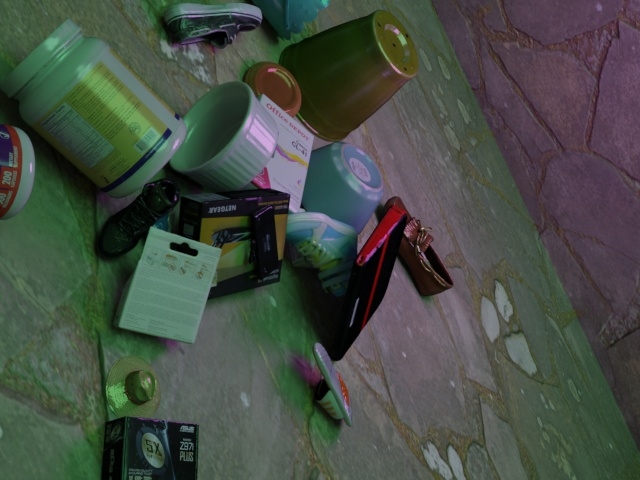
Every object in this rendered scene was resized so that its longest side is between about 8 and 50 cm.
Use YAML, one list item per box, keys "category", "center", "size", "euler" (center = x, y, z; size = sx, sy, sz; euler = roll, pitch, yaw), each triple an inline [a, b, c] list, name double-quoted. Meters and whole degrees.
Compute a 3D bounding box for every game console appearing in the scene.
- category: "game console"
  center: [0.133, 0.115, 1.932]
  size: [0.060, 0.386, 0.342]
  euler: [24, 40, 17]

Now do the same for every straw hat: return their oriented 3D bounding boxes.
- category: "straw hat"
  center: [-0.375, 0.306, 1.420]
  size: [0.145, 0.061, 0.144]
  euler: [27, 52, -40]

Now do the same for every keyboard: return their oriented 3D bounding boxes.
- category: "keyboard"
  center: [-0.146, 0.010, 1.664]
  size: [0.108, 0.023, 0.180]
  euler: [-38, 133, -48]

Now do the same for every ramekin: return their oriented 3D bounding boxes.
- category: "ramekin"
  center: [-0.238, -0.252, 1.709]
  size: [0.135, 0.277, 0.277]
  euler: [40, 44, -41]

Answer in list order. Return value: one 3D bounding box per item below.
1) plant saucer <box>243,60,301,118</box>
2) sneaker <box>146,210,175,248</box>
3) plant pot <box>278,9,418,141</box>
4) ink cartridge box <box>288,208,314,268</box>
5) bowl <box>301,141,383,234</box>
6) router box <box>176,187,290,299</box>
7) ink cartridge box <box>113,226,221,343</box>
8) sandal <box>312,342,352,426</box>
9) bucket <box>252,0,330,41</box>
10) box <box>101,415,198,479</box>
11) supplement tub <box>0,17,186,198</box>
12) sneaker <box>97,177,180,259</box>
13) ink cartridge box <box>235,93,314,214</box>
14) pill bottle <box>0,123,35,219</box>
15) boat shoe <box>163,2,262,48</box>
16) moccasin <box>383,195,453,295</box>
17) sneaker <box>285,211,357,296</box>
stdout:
- category: "plant saucer"
  center: [-0.140, -0.462, 2.079]
  size: [0.200, 0.037, 0.199]
  euler: [11, 70, -32]
- category: "sneaker"
  center: [-0.391, -0.009, 1.570]
  size: [0.085, 0.058, 0.152]
  euler: [16, 71, -31]
- category: "plant pot"
  center: [0.116, -0.561, 2.218]
  size: [0.367, 0.353, 0.366]
  euler: [26, 53, -41]
- category: "ink cartridge box"
  center: [0.000, 0.000, 2.032]
  size: [0.235, 0.056, 0.171]
  euler: [9, 65, -49]
- category: "bowl"
  center: [0.075, -0.180, 2.073]
  size: [0.312, 0.163, 0.311]
  euler: [33, 35, -27]
- category: "router box"
  center: [-0.212, 0.004, 1.661]
  size: [0.309, 0.081, 0.242]
  euler: [-12, 114, -52]
- category: "ink cartridge box"
  center: [-0.335, 0.101, 1.493]
  size: [0.181, 0.056, 0.224]
  euler: [20, 79, -32]
- category: "sandal"
  center: [0.014, 0.391, 1.827]
  size: [0.102, 0.076, 0.265]
  euler: [-82, 149, -66]
- category: "bucket"
  center: [-0.086, -0.806, 2.186]
  size: [0.183, 0.281, 0.281]
  euler: [42, 44, -24]
- category: "box"
  center: [-0.342, 0.443, 1.374]
  size: [0.180, 0.078, 0.147]
  euler: [23, 55, -42]
- category: "supplement tub"
  center: [-0.480, -0.278, 1.450]
  size: [0.331, 0.241, 0.241]
  euler: [46, 42, -24]
- category: "sneaker"
  center: [-0.395, -0.056, 1.472]
  size: [0.227, 0.130, 0.087]
  euler: [-43, 94, -19]
- category: "ink cartridge box"
  center: [-0.154, -0.221, 1.902]
  size: [0.226, 0.131, 0.306]
  euler: [36, 49, -33]
- category: "pill bottle"
  center: [-0.686, -0.139, 1.179]
  size: [0.323, 0.182, 0.181]
  euler: [6, 67, -48]
- category: "boat shoe"
  center: [-0.301, -0.612, 1.960]
  size: [0.335, 0.121, 0.119]
  euler: [-19, 94, -42]
- category: "moccasin"
  center: [0.342, 0.015, 2.357]
  size: [0.139, 0.147, 0.379]
  euler: [-31, 96, -52]
- category: "sneaker"
  center: [0.004, 0.044, 1.872]
  size: [0.319, 0.127, 0.208]
  euler: [13, 61, -45]
